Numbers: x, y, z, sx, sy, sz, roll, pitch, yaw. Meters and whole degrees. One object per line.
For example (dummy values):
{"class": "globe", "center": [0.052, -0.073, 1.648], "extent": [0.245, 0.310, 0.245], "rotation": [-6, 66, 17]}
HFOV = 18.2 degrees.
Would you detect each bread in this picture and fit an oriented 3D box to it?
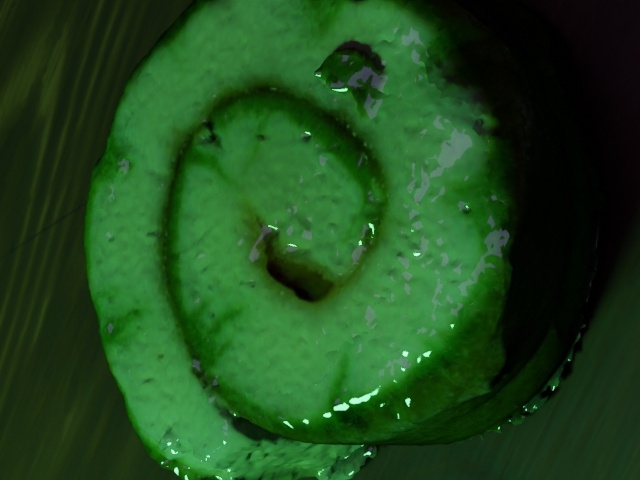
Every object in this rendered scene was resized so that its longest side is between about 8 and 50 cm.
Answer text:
{"class": "bread", "center": [0.000, 0.000, 1.298], "extent": [0.366, 0.129, 0.382], "rotation": [33, 109, 39]}
